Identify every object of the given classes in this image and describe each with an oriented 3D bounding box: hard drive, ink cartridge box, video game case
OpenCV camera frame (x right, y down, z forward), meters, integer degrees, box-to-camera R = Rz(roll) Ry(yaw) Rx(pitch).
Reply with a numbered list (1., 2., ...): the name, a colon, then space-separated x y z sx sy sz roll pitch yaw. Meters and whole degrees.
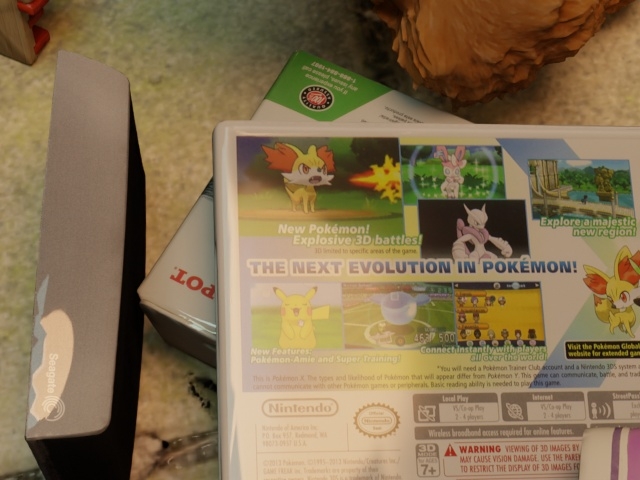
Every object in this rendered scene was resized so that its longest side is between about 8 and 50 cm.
1. hard drive: -0.144 0.027 0.931 0.054 0.172 0.254 0 64 -1
2. ink cartridge box: 0.000 0.000 0.969 0.153 0.087 0.208 26 70 18
3. video game case: 0.102 0.074 0.880 0.329 0.036 0.300 0 73 -8

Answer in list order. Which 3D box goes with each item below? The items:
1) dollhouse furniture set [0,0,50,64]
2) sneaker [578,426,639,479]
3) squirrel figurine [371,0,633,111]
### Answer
1. dollhouse furniture set: -0.190 -0.276 1.131 0.262 0.135 0.259 23 58 17
2. sneaker: 0.207 0.234 0.749 0.161 0.102 0.282 2 74 14
3. squirrel figurine: 0.069 -0.297 0.987 0.281 0.397 0.370 -27 25 15
